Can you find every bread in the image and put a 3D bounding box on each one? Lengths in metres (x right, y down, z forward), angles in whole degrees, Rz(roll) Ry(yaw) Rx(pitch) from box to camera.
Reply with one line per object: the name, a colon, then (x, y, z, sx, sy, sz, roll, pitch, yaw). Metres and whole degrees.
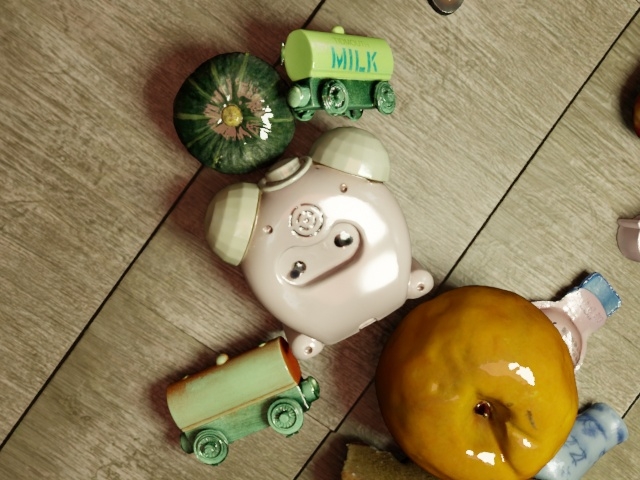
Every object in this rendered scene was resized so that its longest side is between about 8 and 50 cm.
bread: (0.244, 0.492, 1.090, 0.416, 0.113, 0.165, 7, 119, 11)

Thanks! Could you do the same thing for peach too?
peach: (0.267, 0.242, 1.031, 0.342, 0.301, 0.343, 2, 102, 8)

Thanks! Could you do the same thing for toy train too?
toy train: (0.036, -0.288, 1.013, 0.253, 0.105, 0.157, -14, 100, -44)
toy train: (-0.148, 0.288, 1.079, 0.285, 0.116, 0.177, -25, 93, 10)

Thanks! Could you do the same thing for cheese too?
cheese: (0.468, 0.184, 1.165, 0.286, 0.074, 0.189, -43, 99, 0)

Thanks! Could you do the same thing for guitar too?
guitar: (0.297, -0.513, 1.100, 0.233, 0.025, 0.088, -35, 98, -2)

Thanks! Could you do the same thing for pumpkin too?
pumpkin: (-0.147, -0.218, 1.021, 0.211, 0.152, 0.212, -1, 99, -9)

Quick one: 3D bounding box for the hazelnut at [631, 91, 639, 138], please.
hazelnut: (0.693, -0.261, 1.114, 0.201, 0.160, 0.170, -24, 115, -40)

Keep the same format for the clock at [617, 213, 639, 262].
clock: (0.762, 0.010, 1.176, 0.275, 0.080, 0.290, -31, 97, -2)

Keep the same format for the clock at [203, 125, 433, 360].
clock: (0.000, 0.000, 1.031, 0.342, 0.184, 0.326, -30, 107, -7)

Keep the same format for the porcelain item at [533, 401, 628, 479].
porcelain item: (0.476, 0.417, 1.162, 0.259, 0.141, 0.141, -24, 98, -11)
